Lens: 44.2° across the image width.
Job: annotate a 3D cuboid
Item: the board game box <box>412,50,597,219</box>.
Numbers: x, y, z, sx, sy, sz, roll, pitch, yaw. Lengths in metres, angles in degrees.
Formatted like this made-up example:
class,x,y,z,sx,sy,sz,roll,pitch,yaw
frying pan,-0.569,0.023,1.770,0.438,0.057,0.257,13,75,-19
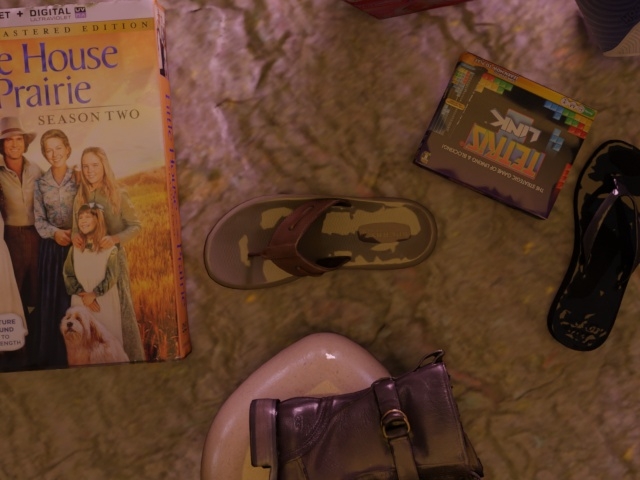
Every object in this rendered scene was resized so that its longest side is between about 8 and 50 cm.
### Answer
class,x,y,z,sx,sy,sz,roll,pitch,yaw
board game box,0.214,-0.121,0.927,0.170,0.048,0.141,23,92,0

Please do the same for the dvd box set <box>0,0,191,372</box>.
class,x,y,z,sx,sy,sz,roll,pitch,yaw
dvd box set,-0.322,-0.059,0.930,0.308,0.062,0.420,-3,93,0

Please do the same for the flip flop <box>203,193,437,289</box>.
class,x,y,z,sx,sy,sz,roll,pitch,yaw
flip flop,0.000,0.000,0.919,0.277,0.080,0.112,-3,93,1

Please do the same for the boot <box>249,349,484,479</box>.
class,x,y,z,sx,sy,sz,roll,pitch,yaw
boot,0.052,0.254,0.798,0.229,0.091,0.263,-8,82,2

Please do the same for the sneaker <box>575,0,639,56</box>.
class,x,y,z,sx,sy,sz,roll,pitch,yaw
sneaker,0.455,-0.307,0.879,0.315,0.182,0.127,-23,91,31

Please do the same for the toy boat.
class,x,y,z,sx,sy,sz,roll,pitch,yaw
toy boat,0.017,0.282,0.917,0.267,0.148,0.318,-42,84,-2

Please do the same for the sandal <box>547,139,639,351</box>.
class,x,y,z,sx,sy,sz,roll,pitch,yaw
sandal,0.340,0.009,0.928,0.097,0.054,0.254,11,93,0

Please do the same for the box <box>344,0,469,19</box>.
class,x,y,z,sx,sy,sz,roll,pitch,yaw
box,0.170,-0.337,0.820,0.300,0.154,0.142,-6,93,23
